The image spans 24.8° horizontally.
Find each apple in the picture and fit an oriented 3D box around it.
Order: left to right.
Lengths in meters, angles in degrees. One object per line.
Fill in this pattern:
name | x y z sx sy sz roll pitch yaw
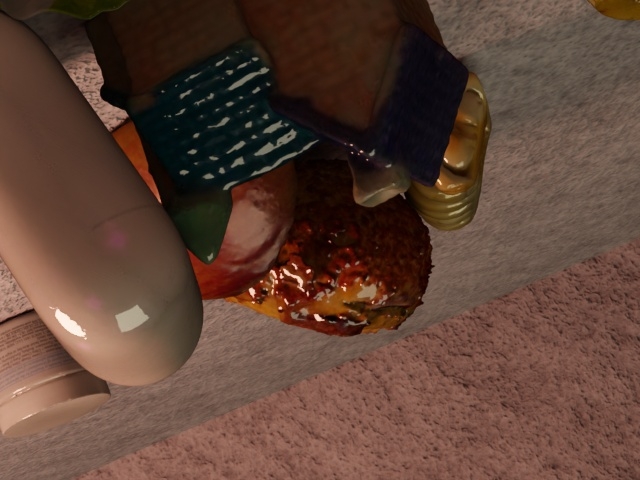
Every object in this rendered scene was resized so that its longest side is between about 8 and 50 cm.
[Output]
apple | -0.164 -0.055 1.743 0.254 0.179 0.346 29 138 -22

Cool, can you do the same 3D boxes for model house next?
model house | -0.028 -0.140 1.397 0.312 0.280 0.245 -26 165 13

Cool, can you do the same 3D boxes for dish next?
dish | -0.215 -0.233 1.233 0.137 0.091 0.039 -15 -154 19

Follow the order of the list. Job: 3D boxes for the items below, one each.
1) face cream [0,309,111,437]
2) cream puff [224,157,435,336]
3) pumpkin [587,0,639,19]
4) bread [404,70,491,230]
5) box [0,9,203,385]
face cream | -0.427 0.200 2.230 0.177 0.153 0.177 -21 166 -5
cream puff | 0.004 0.001 1.993 0.350 0.229 0.350 12 -171 -2
pumpkin | 0.402 -0.334 1.739 0.217 0.110 0.217 -19 170 -4
bread | 0.172 -0.113 2.038 0.121 0.173 0.311 9 167 8
box | -0.236 -0.035 1.318 0.141 0.349 0.289 -33 167 -10
